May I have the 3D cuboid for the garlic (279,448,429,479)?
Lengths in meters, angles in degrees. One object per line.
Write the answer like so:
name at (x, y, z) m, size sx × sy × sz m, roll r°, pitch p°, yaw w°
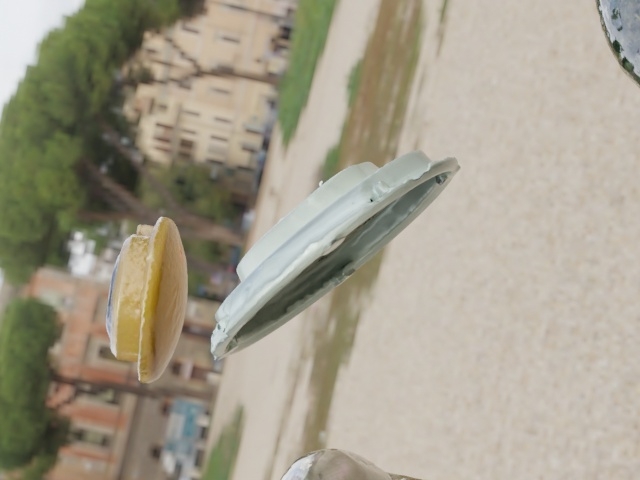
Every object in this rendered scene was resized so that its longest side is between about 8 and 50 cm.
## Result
garlic at (0.073, 0.285, 1.200) m, size 0.132 × 0.279 × 0.325 m, roll -53°, pitch -10°, yaw 9°

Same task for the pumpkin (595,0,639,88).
pumpkin at (0.220, -0.138, 0.723) m, size 0.146 × 0.190 × 0.190 m, roll -106°, pitch 29°, yaw -84°

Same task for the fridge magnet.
fridge magnet at (-0.145, 0.050, 1.287) m, size 0.143 × 0.063 × 0.143 m, roll 8°, pitch -90°, yaw -90°

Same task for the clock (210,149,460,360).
clock at (0.000, 0.000, 1.146) m, size 0.236 × 0.053 × 0.236 m, roll -37°, pitch -9°, yaw -7°
